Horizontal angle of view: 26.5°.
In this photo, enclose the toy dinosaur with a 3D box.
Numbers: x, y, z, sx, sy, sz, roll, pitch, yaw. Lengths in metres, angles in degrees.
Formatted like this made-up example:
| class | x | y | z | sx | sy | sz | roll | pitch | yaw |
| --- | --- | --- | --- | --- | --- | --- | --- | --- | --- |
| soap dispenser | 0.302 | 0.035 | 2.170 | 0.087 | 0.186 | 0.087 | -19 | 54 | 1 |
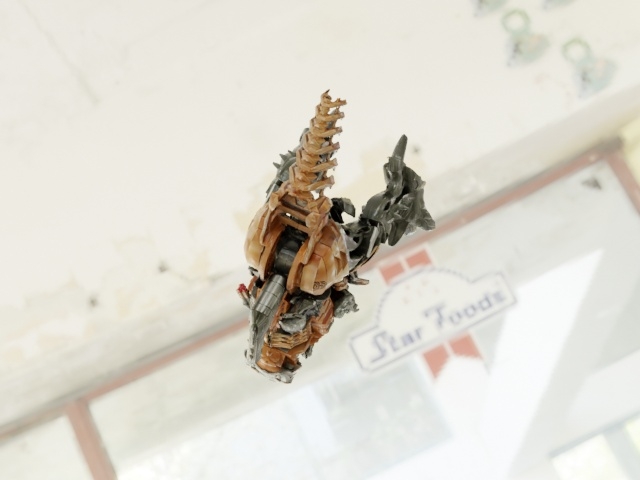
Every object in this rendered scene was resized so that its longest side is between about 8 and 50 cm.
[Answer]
| class | x | y | z | sx | sy | sz | roll | pitch | yaw |
| --- | --- | --- | --- | --- | --- | --- | --- | --- | --- |
| toy dinosaur | 0.000 | 0.000 | 1.263 | 0.218 | 0.164 | 0.322 | -52 | 1 | -41 |
